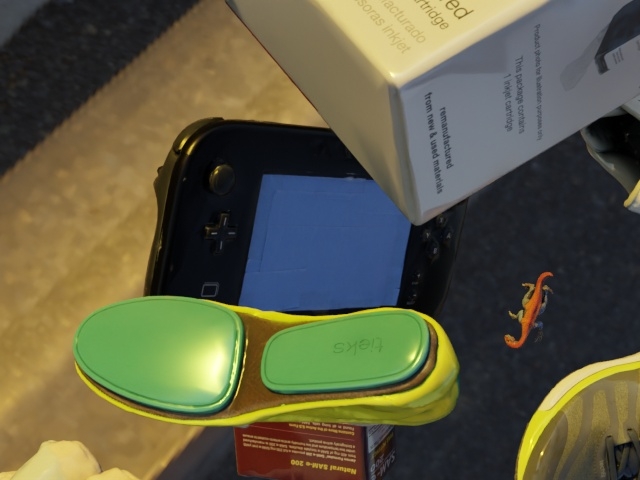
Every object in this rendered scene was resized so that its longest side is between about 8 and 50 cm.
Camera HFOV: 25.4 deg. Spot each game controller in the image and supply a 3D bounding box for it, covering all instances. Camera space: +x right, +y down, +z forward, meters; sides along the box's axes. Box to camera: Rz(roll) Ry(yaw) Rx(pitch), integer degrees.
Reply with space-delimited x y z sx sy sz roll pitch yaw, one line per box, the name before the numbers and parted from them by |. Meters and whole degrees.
game controller | 0.000 0.000 1.040 0.319 0.067 0.166 0 96 -48

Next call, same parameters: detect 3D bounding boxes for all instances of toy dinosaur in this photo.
toy dinosaur | 0.252 0.090 1.749 0.090 0.047 0.082 78 32 -56

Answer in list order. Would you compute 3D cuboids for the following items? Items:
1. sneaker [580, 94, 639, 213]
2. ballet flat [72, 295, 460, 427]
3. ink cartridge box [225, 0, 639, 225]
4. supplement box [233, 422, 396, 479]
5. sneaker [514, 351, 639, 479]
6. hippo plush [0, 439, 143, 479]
sneaker | 0.339 -0.148 1.504 0.146 0.330 0.122 8 133 -18
ballet flat | -0.029 0.077 0.801 0.077 0.231 0.077 53 43 -53
ink cartridge box | 0.103 -0.165 0.711 0.273 0.197 0.114 -30 147 -12
supplement box | -0.009 0.089 1.217 0.073 0.130 0.239 -34 125 -60
sneaker | 0.290 0.153 1.182 0.300 0.121 0.111 -27 125 -22
hippo plush | -0.308 0.265 1.196 0.294 0.234 0.236 -38 135 16
